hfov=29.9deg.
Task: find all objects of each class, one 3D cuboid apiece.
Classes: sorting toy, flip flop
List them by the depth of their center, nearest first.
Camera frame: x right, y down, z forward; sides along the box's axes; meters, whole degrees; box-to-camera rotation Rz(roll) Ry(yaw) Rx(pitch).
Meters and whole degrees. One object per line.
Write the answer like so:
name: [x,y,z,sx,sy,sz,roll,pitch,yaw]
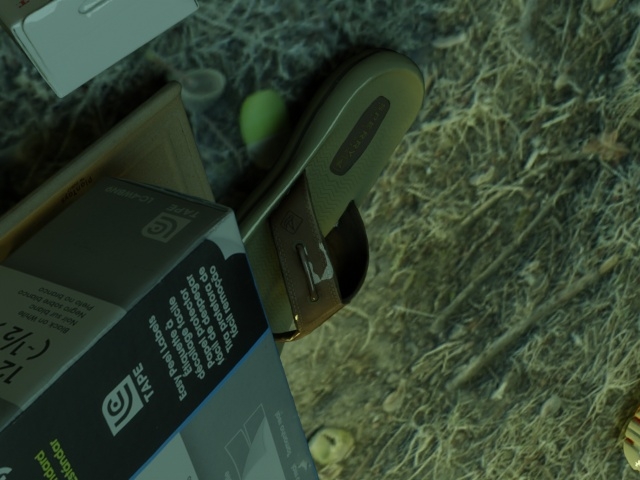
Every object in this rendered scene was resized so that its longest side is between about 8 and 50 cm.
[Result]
sorting toy: [-0.137,0.026,0.766,0.193,0.038,0.208,-45,142,-32]
flip flop: [0.000,0.000,0.826,0.277,0.080,0.112,-58,148,5]

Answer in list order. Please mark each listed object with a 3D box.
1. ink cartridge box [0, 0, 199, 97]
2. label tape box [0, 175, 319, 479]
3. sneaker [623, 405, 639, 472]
ink cartridge box: [-0.133,-0.139,0.633,0.088,0.122,0.052,-35,132,-8]
label tape box: [-0.157,0.166,0.649,0.348,0.115,0.249,-48,138,-36]
sneaker: [0.375,0.138,1.192,0.083,0.084,0.215,-5,126,-47]
